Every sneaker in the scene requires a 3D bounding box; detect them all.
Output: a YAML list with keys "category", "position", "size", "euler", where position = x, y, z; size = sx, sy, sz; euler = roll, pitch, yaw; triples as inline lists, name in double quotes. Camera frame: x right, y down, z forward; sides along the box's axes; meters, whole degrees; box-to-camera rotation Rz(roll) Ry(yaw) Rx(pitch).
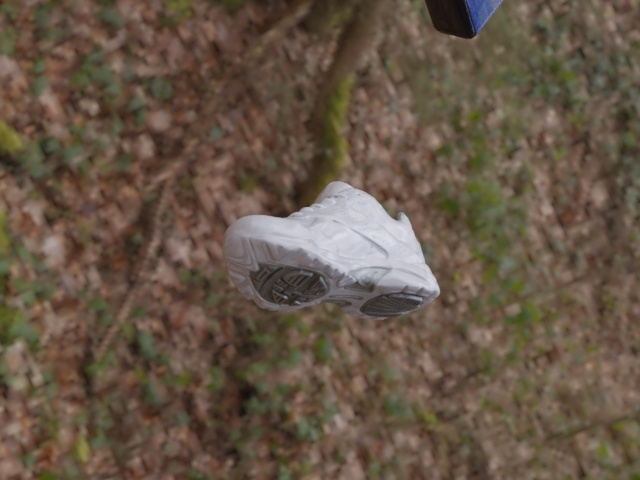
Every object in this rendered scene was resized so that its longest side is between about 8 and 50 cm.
- category: "sneaker"
  position: [0.000, 0.000, 1.297]
  size: [0.232, 0.090, 0.115]
  euler: [15, 54, -45]

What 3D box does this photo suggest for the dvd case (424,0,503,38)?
- category: "dvd case"
  position: [0.095, -0.224, 0.562]
  size: [0.253, 0.022, 0.180]
  euler: [-52, 141, -24]
